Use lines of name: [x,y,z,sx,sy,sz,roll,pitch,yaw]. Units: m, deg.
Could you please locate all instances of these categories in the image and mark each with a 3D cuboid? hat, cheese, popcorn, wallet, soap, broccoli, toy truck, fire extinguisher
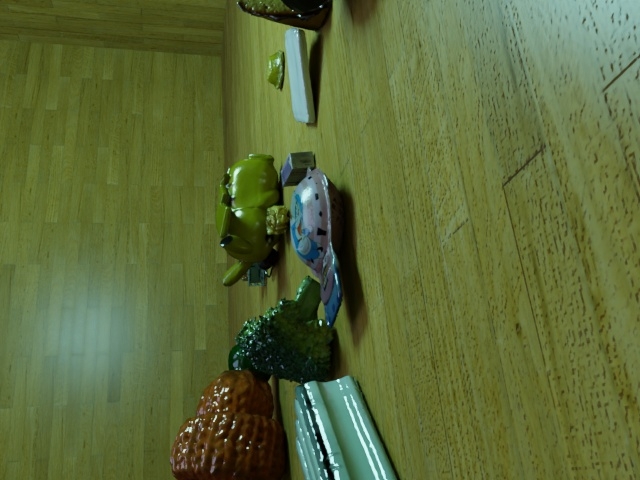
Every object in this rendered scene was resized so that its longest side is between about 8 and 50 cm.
hat: [-0.202,0.430,1.478,0.285,0.285,0.400,122,160,-65]
cheese: [0.000,0.000,0.937,0.189,0.074,0.286,104,160,-50]
popcorn: [-0.107,-0.048,1.419,0.082,0.057,0.083,-107,19,-55]
wallet: [-0.040,-0.326,1.154,0.124,0.031,0.183,-136,39,-71]
soap: [0.033,0.311,0.774,0.261,0.094,0.150,-119,27,-62]
broccoli: [-0.050,0.149,1.016,0.220,0.194,0.194,61,-158,-67]
toy truck: [-0.210,0.045,1.805,0.115,0.080,0.178,-149,58,-69]
fire extinguisher: [-0.149,0.063,1.627,0.157,0.045,0.078,142,117,-72]

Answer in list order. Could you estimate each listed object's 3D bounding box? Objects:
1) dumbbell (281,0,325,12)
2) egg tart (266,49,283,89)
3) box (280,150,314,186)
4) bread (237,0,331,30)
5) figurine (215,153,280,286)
dumbbell: [-0.071,-0.461,0.879,0.192,0.290,0.192,-47,-30,-38]
egg tart: [-0.120,-0.449,1.520,0.105,0.039,0.105,-178,90,-78]
box: [-0.048,-0.145,1.186,0.117,0.050,0.036,136,125,-70]
bread: [-0.053,-0.465,1.050,0.160,0.169,0.140,21,109,60]
figurine: [-0.189,-0.066,1.505,0.218,0.169,0.327,99,169,-69]
